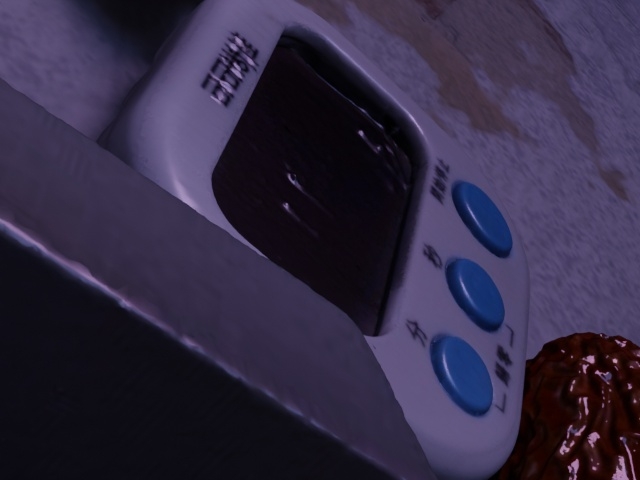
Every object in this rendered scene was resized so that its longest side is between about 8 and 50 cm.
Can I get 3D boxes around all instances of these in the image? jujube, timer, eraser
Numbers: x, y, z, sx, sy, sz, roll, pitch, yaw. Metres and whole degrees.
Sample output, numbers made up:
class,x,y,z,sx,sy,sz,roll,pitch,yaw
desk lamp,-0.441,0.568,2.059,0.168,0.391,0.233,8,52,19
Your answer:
class,x,y,z,sx,sy,sz,roll,pitch,yaw
jujube,0.134,0.121,0.641,0.109,0.112,0.176,1,29,6
timer,0.001,0.000,0.646,0.237,0.087,0.262,40,31,-14
eraser,-0.118,0.014,0.457,0.352,0.111,0.077,35,31,-20
